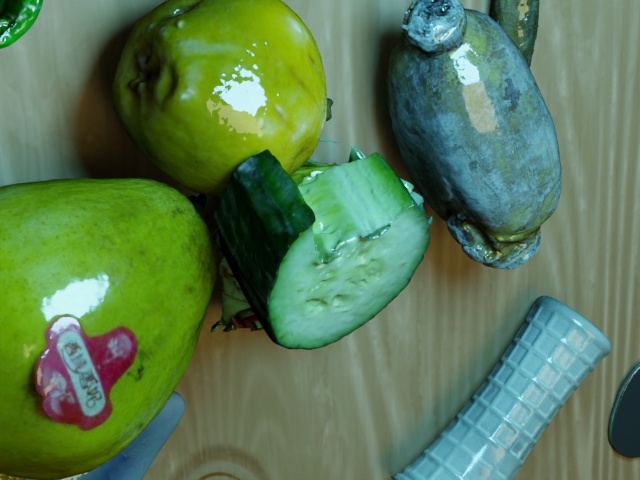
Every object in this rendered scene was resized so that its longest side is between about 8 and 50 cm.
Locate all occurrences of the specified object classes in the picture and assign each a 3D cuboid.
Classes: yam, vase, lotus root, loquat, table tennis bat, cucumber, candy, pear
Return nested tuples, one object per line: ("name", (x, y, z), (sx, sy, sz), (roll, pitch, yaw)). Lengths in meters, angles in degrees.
("yam", (0.228, -0.310, 1.935), (0.061, 0.061, 0.252), (-6, 116, -32))
("vase", (0.231, 0.217, 2.147), (0.299, 0.143, 0.143), (-52, 130, -6))
("lotus root", (0.167, -0.134, 1.905), (0.175, 0.175, 0.349), (-34, 127, -16))
("loquat", (-0.081, -0.143, 1.716), (0.246, 0.213, 0.213), (9, 107, -45))
("table tennis bat", (0.465, 0.187, 2.361), (0.138, 0.022, 0.246), (0, 113, -34))
("cucumber", (0.001, 0.006, 1.663), (0.191, 0.130, 0.191), (-19, 146, -14))
("candy", (-0.237, 0.221, 1.869), (0.138, 0.071, 0.174), (30, 92, -41))
("pear", (-0.244, 0.066, 1.667), (0.375, 0.287, 0.287), (-40, 129, -24))

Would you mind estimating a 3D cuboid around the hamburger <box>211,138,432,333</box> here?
("hamburger", (-0.012, -0.024, 1.858), (0.261, 0.150, 0.276), (-18, 151, -13))

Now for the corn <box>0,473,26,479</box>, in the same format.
("corn", (-0.367, 0.281, 1.802), (0.091, 0.091, 0.260), (23, 94, -31))

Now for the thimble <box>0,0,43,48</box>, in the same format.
("thimble", (-0.317, -0.239, 1.579), (0.118, 0.090, 0.130), (2, 111, -36))
